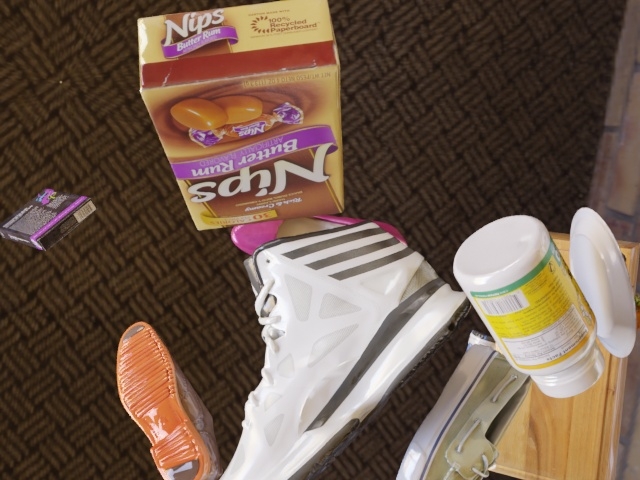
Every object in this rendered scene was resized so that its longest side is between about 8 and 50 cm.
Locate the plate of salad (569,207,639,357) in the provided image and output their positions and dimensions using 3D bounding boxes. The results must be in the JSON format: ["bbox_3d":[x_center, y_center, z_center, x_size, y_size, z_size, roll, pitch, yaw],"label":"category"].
[{"bbox_3d":[0.373,0.052,1.167,0.048,0.200,0.199,-13,103,-2],"label":"plate of salad"}]

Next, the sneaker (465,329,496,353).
[{"bbox_3d":[0.333,0.248,1.832,0.081,0.080,0.211,-63,147,-9],"label":"sneaker"}]

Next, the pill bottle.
[{"bbox_3d":[0.251,0.083,1.051,0.117,0.117,0.208,-38,114,-7],"label":"pill bottle"}]

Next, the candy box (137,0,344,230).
[{"bbox_3d":[-0.042,-0.071,0.570,0.109,0.186,0.053,-7,68,0],"label":"candy box"}]

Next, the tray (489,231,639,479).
[{"bbox_3d":[0.390,0.197,1.470,0.076,0.203,0.411,-16,111,-58],"label":"tray"}]

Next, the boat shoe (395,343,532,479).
[{"bbox_3d":[0.185,0.268,1.178,0.302,0.094,0.109,-58,147,-25],"label":"boat shoe"}]

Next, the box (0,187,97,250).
[{"bbox_3d":[-0.465,-0.038,1.523,0.116,0.162,0.029,-45,127,-28],"label":"box"}]

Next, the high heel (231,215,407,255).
[{"bbox_3d":[0.000,0.000,1.288,0.244,0.117,0.082,9,89,-19],"label":"high heel"}]

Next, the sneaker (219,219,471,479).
[{"bbox_3d":[-0.042,0.159,1.178,0.257,0.169,0.447,44,91,13],"label":"sneaker"}]

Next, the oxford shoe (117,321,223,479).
[{"bbox_3d":[-0.306,0.334,1.823,0.130,0.133,0.363,-31,67,14],"label":"oxford shoe"}]
